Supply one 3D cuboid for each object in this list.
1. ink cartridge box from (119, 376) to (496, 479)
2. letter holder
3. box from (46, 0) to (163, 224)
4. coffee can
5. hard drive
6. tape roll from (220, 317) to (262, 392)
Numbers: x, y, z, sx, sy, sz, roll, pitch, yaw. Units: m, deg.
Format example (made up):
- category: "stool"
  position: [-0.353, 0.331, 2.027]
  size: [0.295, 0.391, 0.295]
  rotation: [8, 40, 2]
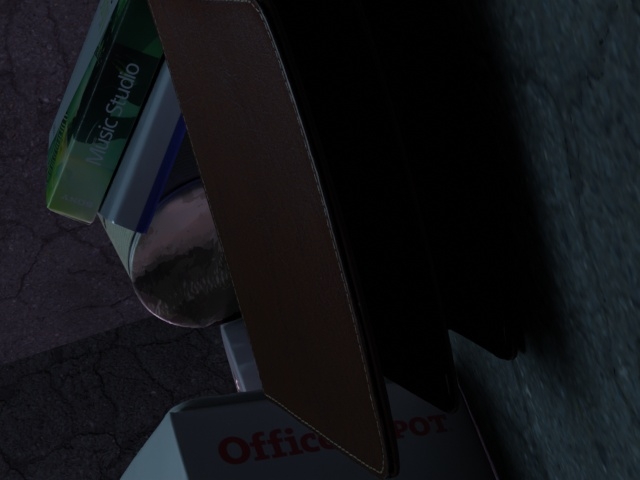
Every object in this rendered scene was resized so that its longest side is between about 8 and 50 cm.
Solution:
- category: "ink cartridge box"
  position: [0.029, 0.317, 1.110]
  size: [0.160, 0.279, 0.385]
  rotation: [-51, 50, 48]
- category: "letter holder"
  position: [0.029, -0.033, 0.878]
  size: [0.214, 0.152, 0.302]
  rotation: [24, 133, 65]
- category: "box"
  position: [-0.211, -0.205, 1.481]
  size: [0.232, 0.058, 0.322]
  rotation: [-113, 43, -65]
- category: "coffee can"
  position: [-0.166, -0.057, 1.654]
  size: [0.275, 0.201, 0.201]
  rotation: [-125, 18, -49]
- category: "hard drive"
  position: [-0.147, -0.167, 1.424]
  size: [0.210, 0.040, 0.319]
  rotation: [-160, 91, -76]
- category: "tape roll"
  position: [-0.003, 0.188, 1.644]
  size: [0.246, 0.169, 0.246]
  rotation: [162, 90, -84]
